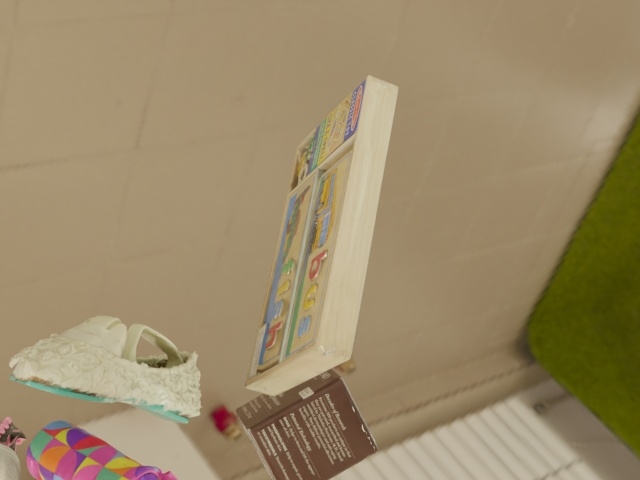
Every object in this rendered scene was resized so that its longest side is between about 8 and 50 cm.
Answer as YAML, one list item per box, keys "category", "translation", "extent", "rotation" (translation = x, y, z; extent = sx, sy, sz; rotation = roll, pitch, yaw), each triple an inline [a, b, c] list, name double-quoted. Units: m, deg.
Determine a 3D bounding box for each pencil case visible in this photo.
- category: "pencil case"
  translation: [-0.307, 0.326, 1.655]
  extent: [0.104, 0.236, 0.104]
  rotation: [-19, 116, -44]

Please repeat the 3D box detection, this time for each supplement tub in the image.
- category: "supplement tub"
  translation: [-0.417, 0.311, 1.501]
  extent: [0.071, 0.107, 0.071]
  rotation: [-3, 113, -8]

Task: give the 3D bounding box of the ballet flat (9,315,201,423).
- category: "ballet flat"
  translation: [-0.310, 0.182, 1.786]
  extent: [0.147, 0.147, 0.409]
  rotation: [-47, 151, 7]

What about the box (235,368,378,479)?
- category: "box"
  translation: [-0.029, 0.360, 2.267]
  extent: [0.203, 0.167, 0.168]
  rotation: [-29, -169, -9]

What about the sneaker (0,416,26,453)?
- category: "sneaker"
  translation: [-0.481, 0.319, 1.783]
  extent: [0.047, 0.057, 0.119]
  rotation: [-35, -163, 39]

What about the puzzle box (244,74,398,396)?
- category: "puzzle box"
  translation: [0.000, 0.000, 1.685]
  extent: [0.052, 0.409, 0.272]
  rotation: [19, 155, -18]
